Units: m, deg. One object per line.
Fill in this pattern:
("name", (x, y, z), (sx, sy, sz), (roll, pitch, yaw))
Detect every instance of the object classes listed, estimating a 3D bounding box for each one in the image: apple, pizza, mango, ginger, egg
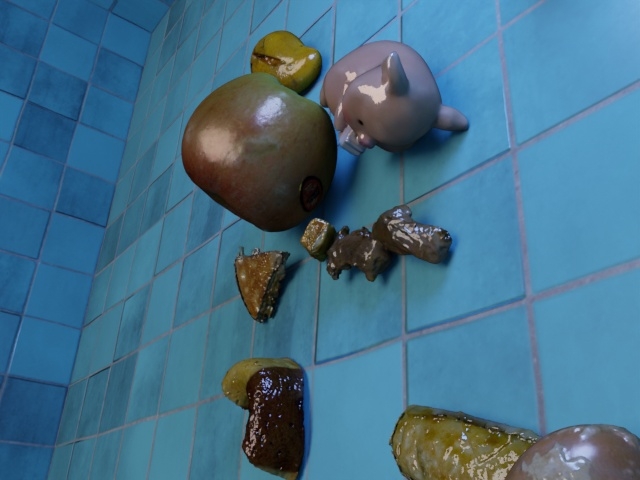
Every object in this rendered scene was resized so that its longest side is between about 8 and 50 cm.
("apple", (-0.113, -0.192, 1.336), (0.305, 0.338, 0.338), (-54, 31, -6))
("pizza", (-0.124, 0.078, 1.418), (0.195, 0.052, 0.185), (-44, 61, 38))
("mango", (-0.105, -0.478, 1.676), (0.295, 0.120, 0.177), (37, 106, 58))
("ginger", (0.106, 0.008, 1.096), (0.290, 0.084, 0.122), (-14, 54, 53))
("egg", (0.260, 0.291, 0.596), (0.195, 0.194, 0.233), (2, 84, 57))

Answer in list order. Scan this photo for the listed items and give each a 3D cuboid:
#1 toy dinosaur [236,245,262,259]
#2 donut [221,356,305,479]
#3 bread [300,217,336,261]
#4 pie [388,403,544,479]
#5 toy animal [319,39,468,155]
("toy dinosaur", (-0.162, 0.058, 1.521), (0.209, 0.039, 0.082), (0, 71, 55))
("donut", (-0.106, 0.314, 1.216), (0.151, 0.112, 0.295), (-62, 33, 16))
("bread", (0.000, 0.000, 1.242), (0.074, 0.053, 0.132), (-62, -11, -8))
("pie", (0.198, 0.293, 0.806), (0.282, 0.068, 0.129), (0, 73, 53))
("toy animal", (0.108, -0.259, 1.143), (0.213, 0.195, 0.256), (-45, 35, 23))
